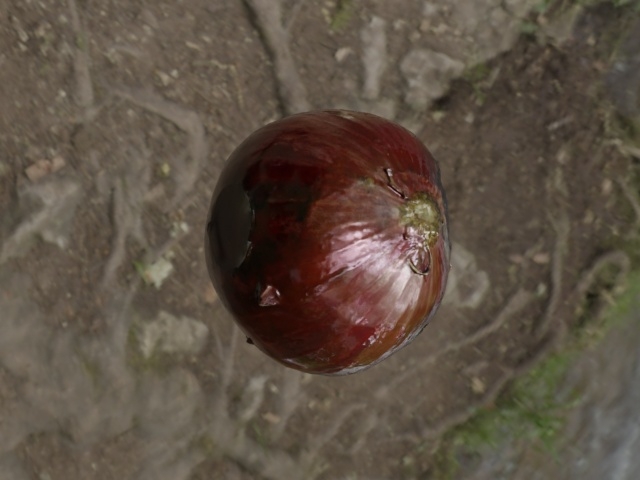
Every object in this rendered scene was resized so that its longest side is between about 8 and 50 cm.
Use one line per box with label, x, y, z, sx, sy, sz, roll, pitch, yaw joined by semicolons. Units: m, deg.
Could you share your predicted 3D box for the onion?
onion;0.006;0.003;1.319;0.341;0.341;0.341;-13;120;-24
